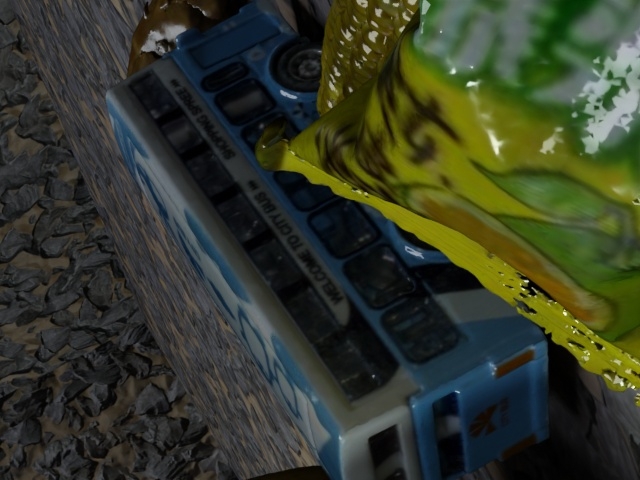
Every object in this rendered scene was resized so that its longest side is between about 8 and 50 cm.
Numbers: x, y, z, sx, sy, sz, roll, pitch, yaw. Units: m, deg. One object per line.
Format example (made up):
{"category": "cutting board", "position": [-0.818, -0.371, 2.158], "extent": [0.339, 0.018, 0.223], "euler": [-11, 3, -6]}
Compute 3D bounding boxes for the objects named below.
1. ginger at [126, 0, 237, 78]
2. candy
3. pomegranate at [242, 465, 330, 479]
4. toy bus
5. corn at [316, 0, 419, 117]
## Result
{"category": "ginger", "position": [-0.051, -0.035, 0.977], "extent": [0.133, 0.107, 0.309], "euler": [-9, 109, 53]}
{"category": "candy", "position": [0.071, -0.031, 0.405], "extent": [0.187, 0.081, 0.297], "euler": [34, 164, 1]}
{"category": "pomegranate", "position": [0.029, 0.314, 0.783], "extent": [0.416, 0.417, 0.416], "euler": [58, 167, 21]}
{"category": "toy bus", "position": [0.000, 0.000, 0.757], "extent": [0.297, 0.131, 0.106], "euler": [52, 164, 37]}
{"category": "corn", "position": [0.039, -0.078, 0.548], "extent": [0.080, 0.080, 0.238], "euler": [60, 167, 10]}
